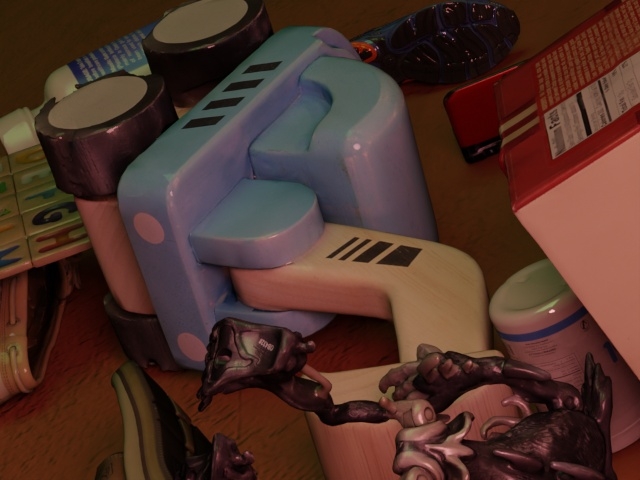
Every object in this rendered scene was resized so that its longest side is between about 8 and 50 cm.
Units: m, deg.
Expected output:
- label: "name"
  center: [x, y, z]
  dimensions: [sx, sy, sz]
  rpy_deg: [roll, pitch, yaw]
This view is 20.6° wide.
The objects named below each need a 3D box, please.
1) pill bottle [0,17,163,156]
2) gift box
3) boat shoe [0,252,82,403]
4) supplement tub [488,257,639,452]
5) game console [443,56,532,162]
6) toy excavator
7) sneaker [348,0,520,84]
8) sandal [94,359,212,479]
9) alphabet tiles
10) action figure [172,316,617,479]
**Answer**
- label: "pill bottle"
  center: [-0.183, -0.128, 1.769]
  dimensions: [0.272, 0.152, 0.152]
  rpy_deg: [-27, 23, -8]
- label: "gift box"
  center: [0.272, -0.022, 0.946]
  dimensions: [0.276, 0.258, 0.255]
  rpy_deg: [-31, 18, 19]
- label: "boat shoe"
  center: [-0.251, 0.047, 1.529]
  dimensions: [0.089, 0.105, 0.285]
  rpy_deg: [-11, 35, 17]
- label: "supplement tub"
  center: [0.152, 0.069, 1.056]
  dimensions: [0.071, 0.107, 0.071]
  rpy_deg: [-26, 22, 11]
- label: "game console"
  center: [0.176, -0.134, 1.520]
  dimensions: [0.144, 0.085, 0.124]
  rpy_deg: [-21, 23, 5]
- label: "toy excavator"
  center: [0.000, 0.000, 1.273]
  dimensions: [0.445, 0.222, 0.433]
  rpy_deg: [4, 36, 34]
- label: "sneaker"
  center: [0.092, -0.194, 1.747]
  dimensions: [0.221, 0.083, 0.087]
  rpy_deg: [-12, 20, 20]
- label: "sandal"
  center: [-0.105, 0.169, 1.092]
  dimensions: [0.086, 0.120, 0.303]
  rpy_deg: [-36, 22, 6]
- label: "alphabet tiles"
  center: [-0.315, -0.011, 1.528]
  dimensions: [0.342, 0.011, 0.285]
  rpy_deg: [-19, 23, -6]
- label: "action figure"
  center: [0.060, 0.125, 0.945]
  dimensions: [0.141, 0.275, 0.164]
  rpy_deg: [144, 139, -64]
